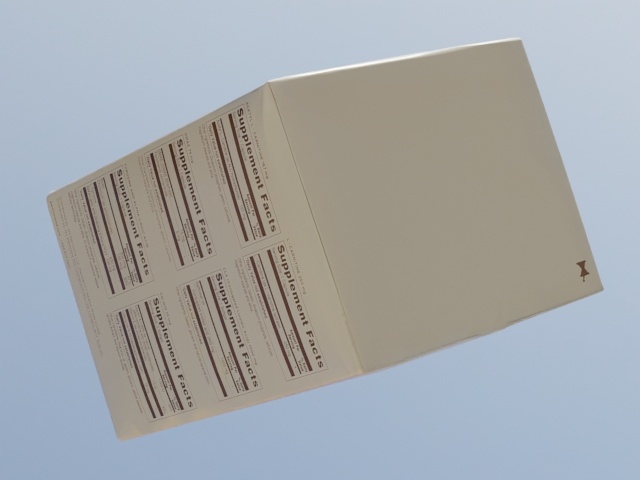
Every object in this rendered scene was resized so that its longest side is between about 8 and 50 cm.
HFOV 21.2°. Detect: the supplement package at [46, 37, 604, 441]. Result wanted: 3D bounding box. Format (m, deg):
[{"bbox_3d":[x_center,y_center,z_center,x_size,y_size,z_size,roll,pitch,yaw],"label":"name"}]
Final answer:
[{"bbox_3d":[0.000,0.000,0.925,0.194,0.203,0.149,-15,-94,-43],"label":"supplement package"}]
